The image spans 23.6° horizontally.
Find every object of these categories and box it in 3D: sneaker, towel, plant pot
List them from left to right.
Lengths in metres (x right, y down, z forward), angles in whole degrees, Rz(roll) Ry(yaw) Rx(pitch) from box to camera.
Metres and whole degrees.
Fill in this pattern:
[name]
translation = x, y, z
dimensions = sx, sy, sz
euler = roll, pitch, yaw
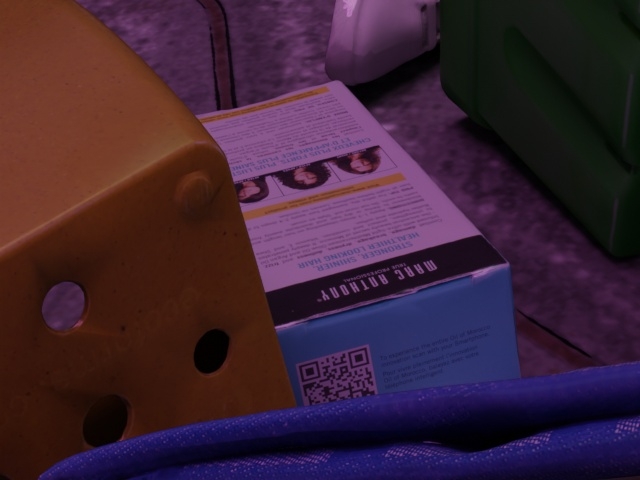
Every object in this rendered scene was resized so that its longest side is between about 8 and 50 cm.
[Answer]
[plant pot]
translation = -0.127, 0.036, 0.550
dimensions = 0.212, 0.212, 0.187
euler = -33, 33, -31
[sneaker]
translation = 0.084, -0.151, 0.923
dimensions = 0.094, 0.080, 0.212
euler = 24, 44, 21
[towel]
translation = 0.077, 0.059, 0.474
dimensions = 0.209, 0.034, 0.285
euler = -10, -11, 24

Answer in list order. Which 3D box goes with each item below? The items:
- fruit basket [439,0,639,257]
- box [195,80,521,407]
[fruit basket]
translation = 0.186, -0.232, 0.753
dimensions = 0.283, 0.392, 0.392
euler = -13, 35, -6
[box]
translation = 0.000, 0.000, 0.699
dimensions = 0.100, 0.060, 0.244
euler = -15, 26, -9
